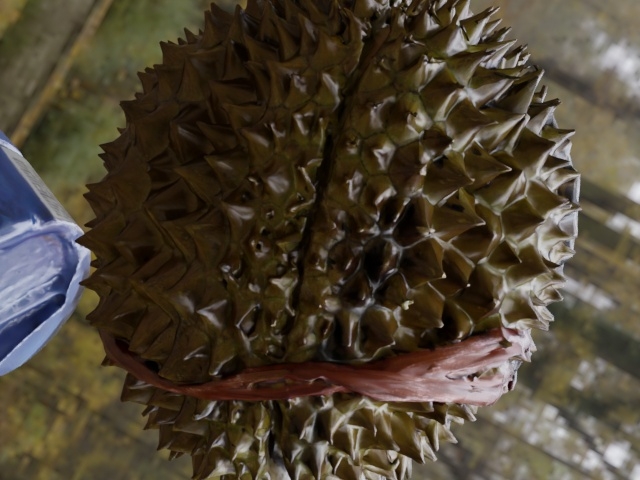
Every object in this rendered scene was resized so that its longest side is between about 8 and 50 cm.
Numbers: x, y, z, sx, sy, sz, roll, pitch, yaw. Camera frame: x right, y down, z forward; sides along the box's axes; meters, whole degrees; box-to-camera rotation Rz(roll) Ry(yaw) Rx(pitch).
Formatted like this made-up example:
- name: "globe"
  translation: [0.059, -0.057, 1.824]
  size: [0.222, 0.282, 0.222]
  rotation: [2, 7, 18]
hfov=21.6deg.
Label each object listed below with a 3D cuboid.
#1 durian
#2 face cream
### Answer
- name: "durian"
  translation: [0.003, 0.001, 1.152]
  size: [0.347, 0.347, 0.384]
  rotation: [-176, -70, -84]
- name: "face cream"
  translation: [-0.403, 0.003, 1.820]
  size: [0.249, 0.225, 0.249]
  rotation: [-32, 149, -23]
